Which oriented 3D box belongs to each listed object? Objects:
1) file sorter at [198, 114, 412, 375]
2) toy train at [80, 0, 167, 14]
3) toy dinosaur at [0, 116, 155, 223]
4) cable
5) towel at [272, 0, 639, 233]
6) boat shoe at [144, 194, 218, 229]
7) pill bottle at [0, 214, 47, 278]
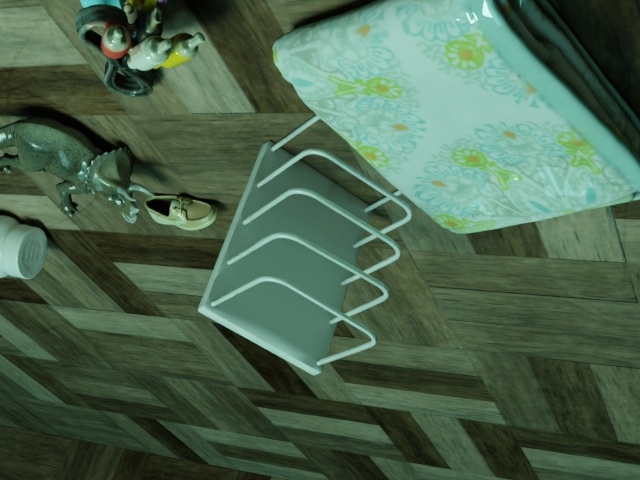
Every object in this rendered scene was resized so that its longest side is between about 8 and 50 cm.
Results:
[{"bbox_3d":[0.000,0.000,1.331,0.193,0.277,0.173,32,148,-22],"label":"file sorter"},{"bbox_3d":[-0.239,-0.316,1.167,0.166,0.046,0.125,-15,136,43],"label":"toy train"},{"bbox_3d":[-0.409,-0.135,1.561,0.313,0.121,0.160,32,138,-14],"label":"toy dinosaur"},{"bbox_3d":[-0.245,-0.217,1.242,0.139,0.072,0.287,3,168,-22],"label":"cable"},{"bbox_3d":[0.170,-0.143,1.164,0.320,0.090,0.374,-11,139,43],"label":"towel"},{"bbox_3d":[-0.229,-0.049,1.633,0.135,0.050,0.045,2,153,30],"label":"boat shoe"},{"bbox_3d":[-0.644,0.005,1.922,0.221,0.121,0.121,11,151,17],"label":"pill bottle"}]
